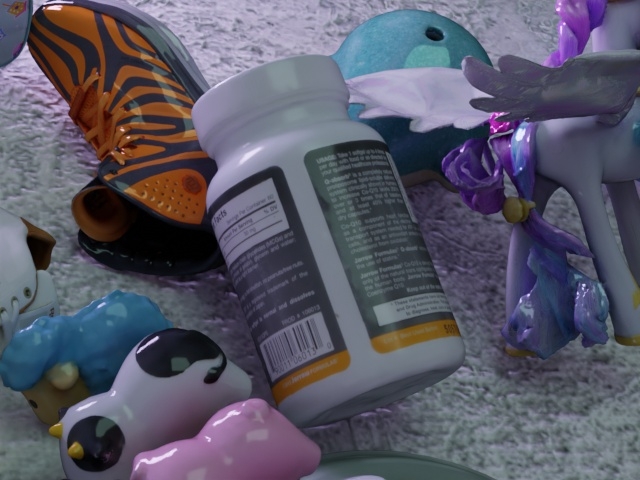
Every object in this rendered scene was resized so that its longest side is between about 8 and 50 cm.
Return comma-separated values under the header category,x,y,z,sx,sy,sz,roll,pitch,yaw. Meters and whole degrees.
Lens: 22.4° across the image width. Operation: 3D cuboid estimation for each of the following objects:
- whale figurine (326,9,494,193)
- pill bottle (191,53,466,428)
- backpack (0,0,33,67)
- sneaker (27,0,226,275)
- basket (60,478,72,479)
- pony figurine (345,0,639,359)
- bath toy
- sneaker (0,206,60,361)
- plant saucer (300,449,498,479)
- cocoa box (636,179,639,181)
category,x,y,z,sx,sy,sz,roll,pitch,yaw
whale figurine,0.066,-0.126,1.553,0.216,0.141,0.272,35,45,13
pill bottle,0.000,0.000,1.322,0.162,0.162,0.278,-12,75,-31
backpack,-0.352,-0.217,1.455,0.188,0.166,0.144,-11,53,-22
sneaker,-0.179,-0.093,1.435,0.321,0.124,0.180,38,44,17
basket,-0.238,0.274,1.027,0.227,0.154,0.204,-13,56,-27
pony figurine,0.216,-0.085,1.429,0.351,0.363,0.303,-17,13,-33
bath toy,-0.089,0.157,1.143,0.348,0.151,0.129,31,3,42
sneaker,-0.266,0.060,1.244,0.123,0.106,0.290,19,34,-8
plant saucer,0.087,0.294,1.169,0.401,0.100,0.400,12,43,-11
cocoa box,0.507,-0.133,1.653,0.347,0.228,0.231,26,32,5
